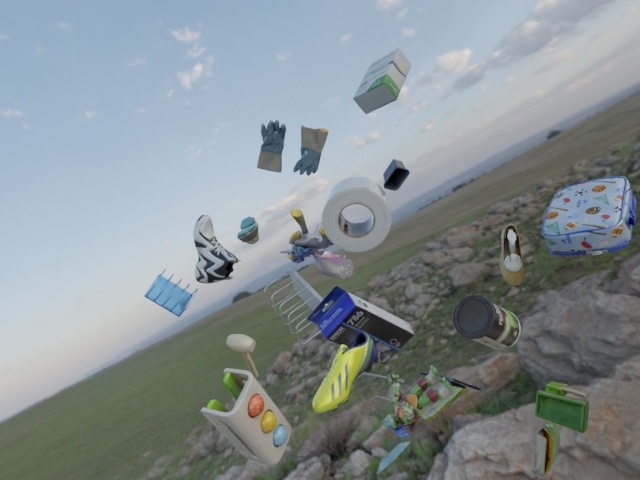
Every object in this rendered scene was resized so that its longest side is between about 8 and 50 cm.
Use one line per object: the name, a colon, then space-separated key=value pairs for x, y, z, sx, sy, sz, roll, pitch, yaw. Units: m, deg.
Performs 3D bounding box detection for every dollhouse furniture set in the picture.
dollhouse furniture set: x=0.859 y=0.679 z=1.480 sx=0.151 sy=0.301 sz=0.198 roll=5 pitch=0 yaw=44

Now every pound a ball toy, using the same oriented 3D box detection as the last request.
pound a ball toy: x=-0.171 y=0.429 z=1.130 sx=0.136 sy=0.319 sz=0.208 roll=-1 pitch=41 yaw=28

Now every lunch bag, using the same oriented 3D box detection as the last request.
lunch bag: x=0.844 y=-0.072 z=1.313 sx=0.243 sy=0.115 sz=0.303 roll=-10 pitch=33 yaw=46

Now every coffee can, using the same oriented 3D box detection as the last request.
coffee can: x=0.780 y=0.387 z=1.975 sx=0.275 sy=0.201 sz=0.201 roll=26 pitch=-40 yaw=-38

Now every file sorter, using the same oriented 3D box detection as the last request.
file sorter: x=-0.106 y=0.299 z=1.915 sx=0.173 sy=0.278 sz=0.192 roll=-32 pitch=-38 yaw=-20
file sorter: x=-0.619 y=0.214 z=1.766 sx=0.104 sy=0.170 sz=0.118 roll=-39 pitch=22 yaw=43

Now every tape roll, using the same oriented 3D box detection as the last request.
tape roll: x=0.132 y=-0.098 z=1.542 sx=0.246 sy=0.246 sz=0.169 roll=-28 pitch=16 yaw=15

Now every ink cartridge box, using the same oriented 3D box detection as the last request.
ink cartridge box: x=0.229 y=-0.585 z=1.548 sx=0.153 sy=0.087 sz=0.208 roll=-11 pitch=45 yaw=48
ink cartridge box: x=0.134 y=0.284 z=1.380 sx=0.165 sy=0.333 sz=0.065 roll=-51 pitch=25 yaw=21

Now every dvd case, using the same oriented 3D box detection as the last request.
dvd case: x=0.545 y=0.587 z=1.752 sx=0.221 sy=0.018 sz=0.164 roll=28 pitch=-21 yaw=-32

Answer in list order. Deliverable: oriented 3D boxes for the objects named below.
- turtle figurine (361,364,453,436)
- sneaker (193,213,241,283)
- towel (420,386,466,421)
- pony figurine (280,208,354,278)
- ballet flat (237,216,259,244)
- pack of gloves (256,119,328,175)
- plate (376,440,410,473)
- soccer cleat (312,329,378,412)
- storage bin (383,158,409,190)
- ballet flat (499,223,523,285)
turtle figurine: x=0.316 y=0.541 z=1.515 sx=0.266 sy=0.274 sz=0.198 roll=-31 pitch=-14 yaw=-6
sneaker: x=-0.340 y=0.031 z=1.419 sx=0.153 sy=0.235 sz=0.094 roll=2 pitch=-2 yaw=12
towel: x=0.547 y=0.711 z=1.863 sx=0.237 sy=0.021 sz=0.102 roll=-35 pitch=-4 yaw=-14
pony figurine: x=0.000 y=0.000 z=1.928 sx=0.351 sy=0.302 sz=0.363 roll=2 pitch=-28 yaw=-9
ballet flat: x=-0.217 y=-0.024 z=1.323 sx=0.072 sy=0.068 sz=0.213 roll=-28 pitch=17 yaw=0
pack of gloves: x=-0.091 y=-0.290 z=1.299 sx=0.195 sy=0.046 sz=0.232 roll=11 pitch=-30 yaw=-6
plate: x=0.297 y=0.891 z=1.746 sx=0.188 sy=0.024 sz=0.188 roll=-37 pitch=-23 yaw=-19
soccer cleat: x=0.060 y=0.368 z=1.203 sx=0.093 sy=0.121 sz=0.289 roll=-16 pitch=14 yaw=46
storage bin: x=0.364 y=-0.322 z=2.039 sx=0.098 sy=0.091 sz=0.135 roll=11 pitch=-44 yaw=-21
ballet flat: x=0.691 y=0.047 z=1.529 sx=0.080 sy=0.232 sz=0.073 roll=-3 pitch=-28 yaw=16
